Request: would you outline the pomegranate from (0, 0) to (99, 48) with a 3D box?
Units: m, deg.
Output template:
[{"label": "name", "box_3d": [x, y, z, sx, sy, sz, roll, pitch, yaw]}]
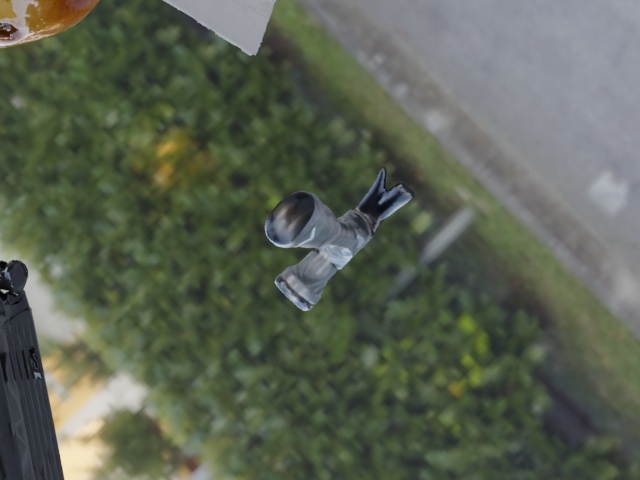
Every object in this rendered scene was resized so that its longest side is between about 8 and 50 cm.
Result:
[{"label": "pomegranate", "box_3d": [-0.301, -0.277, 1.427, 0.209, 0.209, 0.209, 45, 174, 6]}]

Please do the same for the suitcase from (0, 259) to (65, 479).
[{"label": "suitcase", "box_3d": [-0.336, 0.190, 1.216, 0.230, 0.152, 0.335, 0, 107, 27]}]

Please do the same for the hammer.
[{"label": "hammer", "box_3d": [-0.001, -0.001, 1.212, 0.044, 0.152, 0.427, 44, -175, 5]}]

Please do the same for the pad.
[{"label": "pad", "box_3d": [-0.118, -0.298, 1.677, 0.156, 0.004, 0.232, 32, -146, -14]}]
